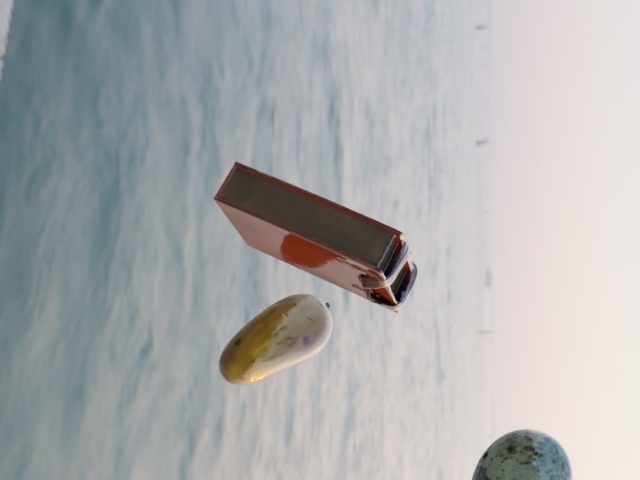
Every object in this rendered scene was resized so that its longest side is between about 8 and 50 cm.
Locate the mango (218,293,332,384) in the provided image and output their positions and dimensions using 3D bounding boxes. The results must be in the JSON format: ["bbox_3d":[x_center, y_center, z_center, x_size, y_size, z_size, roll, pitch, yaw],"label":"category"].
[{"bbox_3d":[-0.057,0.134,1.326,0.090,0.178,0.115,55,-38,17],"label":"mango"}]

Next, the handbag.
[{"bbox_3d":[0.000,0.000,0.951,0.063,0.190,0.127,-61,160,-15],"label":"handbag"}]

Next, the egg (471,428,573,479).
[{"bbox_3d":[0.183,0.224,0.891,0.110,0.085,0.085,-48,-168,28],"label":"egg"}]
